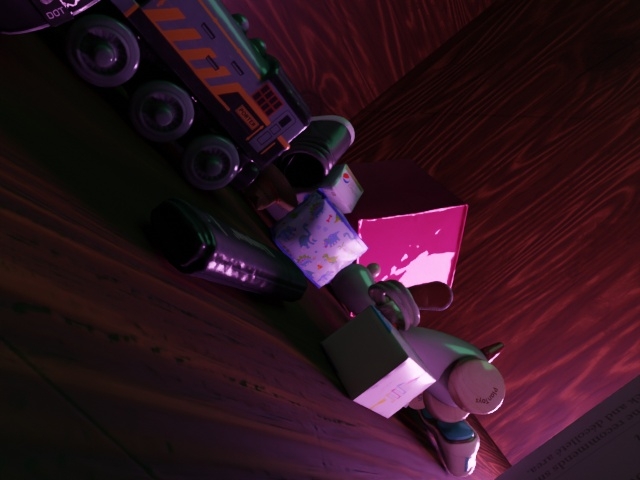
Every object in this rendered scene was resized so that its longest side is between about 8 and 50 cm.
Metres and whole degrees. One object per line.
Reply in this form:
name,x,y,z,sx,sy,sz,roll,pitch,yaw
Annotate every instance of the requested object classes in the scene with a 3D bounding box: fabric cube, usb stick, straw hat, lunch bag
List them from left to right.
usb stick,-0.079,0.021,0.517,0.077,0.045,0.278,54,6,19
straw hat,-0.112,-0.091,0.944,0.144,0.061,0.144,42,-20,20
lunch bag,0.000,0.000,0.919,0.151,0.129,0.096,49,6,-20
fabric cube,0.143,-0.017,1.137,0.258,0.259,0.254,-121,-151,-52

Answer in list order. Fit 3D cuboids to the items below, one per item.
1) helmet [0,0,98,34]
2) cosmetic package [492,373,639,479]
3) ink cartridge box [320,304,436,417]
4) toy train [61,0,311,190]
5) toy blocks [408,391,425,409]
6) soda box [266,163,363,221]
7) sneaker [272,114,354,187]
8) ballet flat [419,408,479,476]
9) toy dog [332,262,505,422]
helmet,-0.246,-0.260,0.365,0.169,0.169,0.161,56,-10,40
cosmetic package,0.329,0.335,0.313,0.327,0.329,0.393,52,6,-3
ink cartridge box,0.084,0.169,0.668,0.092,0.090,0.143,55,7,38
toy train,-0.161,-0.213,0.620,0.334,0.190,0.142,48,5,-36
toy blocks,0.154,0.247,0.967,0.123,0.054,0.148,49,5,-16
soda box,-0.022,-0.092,1.013,0.216,0.069,0.074,-6,-47,44
sneaker,-0.088,-0.167,0.980,0.104,0.296,0.147,66,33,-32
ballet flat,0.239,0.354,0.916,0.086,0.086,0.248,51,6,-1
toy dog,0.188,0.150,0.829,0.333,0.161,0.220,55,-25,-11
